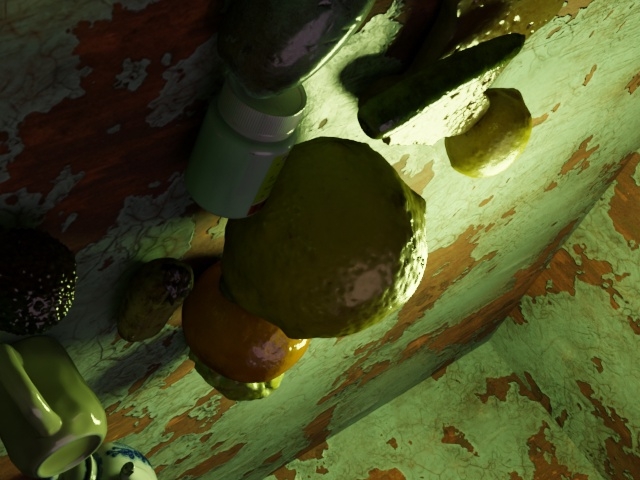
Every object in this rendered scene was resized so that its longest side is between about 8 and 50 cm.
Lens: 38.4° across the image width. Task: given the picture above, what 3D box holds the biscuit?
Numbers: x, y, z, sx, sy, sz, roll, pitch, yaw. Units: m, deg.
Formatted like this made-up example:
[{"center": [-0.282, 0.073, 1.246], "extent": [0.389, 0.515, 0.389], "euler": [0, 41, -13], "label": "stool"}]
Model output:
[{"center": [0.245, -0.337, 1.676], "extent": [0.368, 0.076, 0.394], "euler": [-10, 143, -45], "label": "biscuit"}]

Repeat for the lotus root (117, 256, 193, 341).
[{"center": [-0.307, 0.106, 1.662], "extent": [0.110, 0.097, 0.258], "euler": [-9, 153, -39], "label": "lotus root"}]

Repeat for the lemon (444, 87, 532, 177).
[{"center": [0.355, -0.229, 1.945], "extent": [0.207, 0.170, 0.170], "euler": [-49, 157, 21], "label": "lemon"}]

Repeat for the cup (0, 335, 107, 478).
[{"center": [-0.469, 0.267, 1.572], "extent": [0.173, 0.202, 0.255], "euler": [-21, 153, -37], "label": "cup"}]

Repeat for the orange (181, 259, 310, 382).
[{"center": [-0.143, 0.156, 1.799], "extent": [0.261, 0.261, 0.261], "euler": [-33, 158, -15], "label": "orange"}]

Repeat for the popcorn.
[{"center": [-0.177, 0.259, 2.022], "extent": [0.221, 0.204, 0.183], "euler": [30, 85, -48], "label": "popcorn"}]

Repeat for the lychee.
[{"center": [-0.429, 0.056, 1.292], "extent": [0.171, 0.171, 0.171], "euler": [-33, 158, -15], "label": "lychee"}]

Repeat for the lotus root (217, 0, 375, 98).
[{"center": [0.000, -0.322, 1.222], "extent": [0.322, 0.140, 0.158], "euler": [-44, 158, 7], "label": "lotus root"}]

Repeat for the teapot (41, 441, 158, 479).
[{"center": [-0.521, 0.581, 2.113], "extent": [0.424, 0.252, 0.280], "euler": [-26, 134, 36], "label": "teapot"}]

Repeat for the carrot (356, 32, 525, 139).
[{"center": [0.216, -0.276, 1.570], "extent": [0.359, 0.074, 0.074], "euler": [-31, 158, -18], "label": "carrot"}]

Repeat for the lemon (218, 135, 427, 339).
[{"center": [0.000, 0.000, 1.595], "extent": [0.387, 0.349, 0.350], "euler": [-24, 159, 3], "label": "lemon"}]

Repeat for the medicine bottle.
[{"center": [-0.114, -0.149, 1.385], "extent": [0.139, 0.139, 0.225], "euler": [-21, 153, -38], "label": "medicine bottle"}]
